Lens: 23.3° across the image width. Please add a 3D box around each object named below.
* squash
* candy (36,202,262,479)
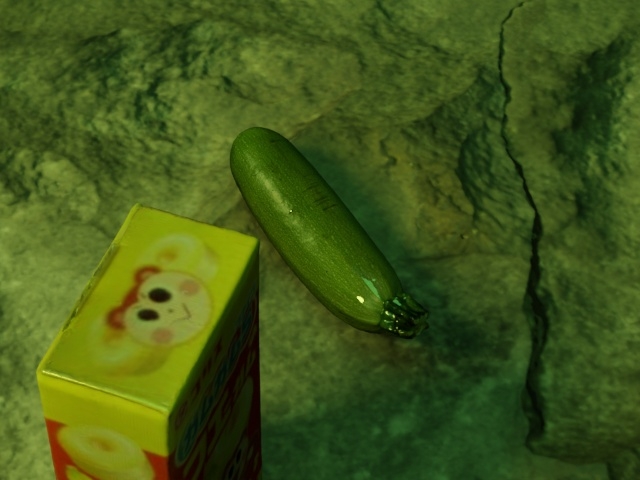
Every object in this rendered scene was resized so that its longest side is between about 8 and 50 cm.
[{"bbox_3d":[0.000,0.000,1.222,0.066,0.066,0.252,-23,53,-21],"label":"squash"},{"bbox_3d":[-0.098,0.123,0.969,0.088,0.276,0.146,16,48,13],"label":"candy"}]
